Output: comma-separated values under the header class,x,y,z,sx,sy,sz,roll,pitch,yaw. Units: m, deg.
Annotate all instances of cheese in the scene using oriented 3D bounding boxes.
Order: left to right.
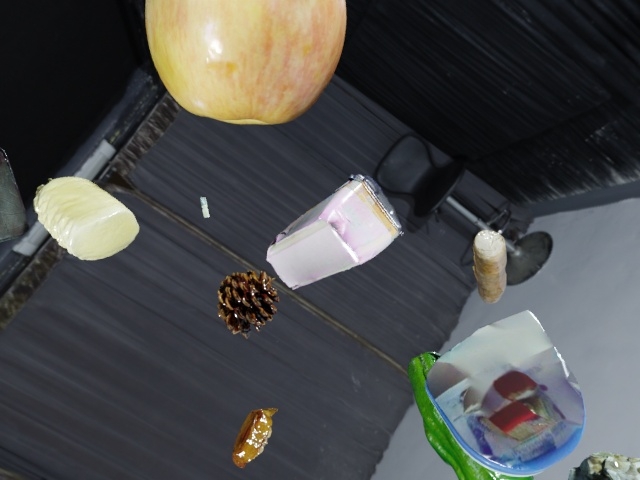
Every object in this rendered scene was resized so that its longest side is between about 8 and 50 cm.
class,x,y,z,sx,sy,sz,roll,pitch,yaw
cheese,-0.420,-0.044,0.748,0.123,0.167,0.094,-24,-45,-45

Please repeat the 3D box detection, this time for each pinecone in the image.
class,x,y,z,sx,sy,sz,roll,pitch,yaw
pinecone,-0.233,0.198,1.385,0.221,0.221,0.221,-53,10,13

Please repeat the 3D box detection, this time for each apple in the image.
class,x,y,z,sx,sy,sz,roll,pitch,yaw
apple,-0.139,-0.400,0.815,0.391,0.391,0.346,-92,13,-74

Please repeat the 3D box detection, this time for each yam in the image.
class,x,y,z,sx,sy,sz,roll,pitch,yaw
yam,0.280,0.052,0.695,0.057,0.057,0.241,-57,-32,-9

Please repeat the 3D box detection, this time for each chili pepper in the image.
class,x,y,z,sx,sy,sz,roll,pitch,yaw
chili pepper,0.353,0.471,1.055,0.167,0.213,0.385,-37,43,10

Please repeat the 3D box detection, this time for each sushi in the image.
class,x,y,z,sx,sy,sz,roll,pitch,yaw
sushi,-0.131,0.391,0.844,0.052,0.055,0.120,-34,24,45

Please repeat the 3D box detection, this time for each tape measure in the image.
class,x,y,z,sx,sy,sz,roll,pitch,yaw
tape measure,0.370,0.314,0.829,0.259,0.262,0.138,-31,-30,-1

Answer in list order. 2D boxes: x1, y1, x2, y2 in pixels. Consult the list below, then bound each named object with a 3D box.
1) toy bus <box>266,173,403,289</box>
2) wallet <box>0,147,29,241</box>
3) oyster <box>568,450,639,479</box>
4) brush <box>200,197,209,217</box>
class,x,y,z,sx,sy,sz,roll,pitch,yaw
toy bus,0.000,0.000,1.006,0.162,0.171,0.386,-37,4,-32
wallet,-0.568,-0.059,0.626,0.045,0.172,0.318,-12,11,0
oyster,0.514,0.440,0.680,0.268,0.198,0.112,-35,-32,-30
brush,-0.366,-0.107,1.327,0.013,0.016,0.083,109,148,-52
